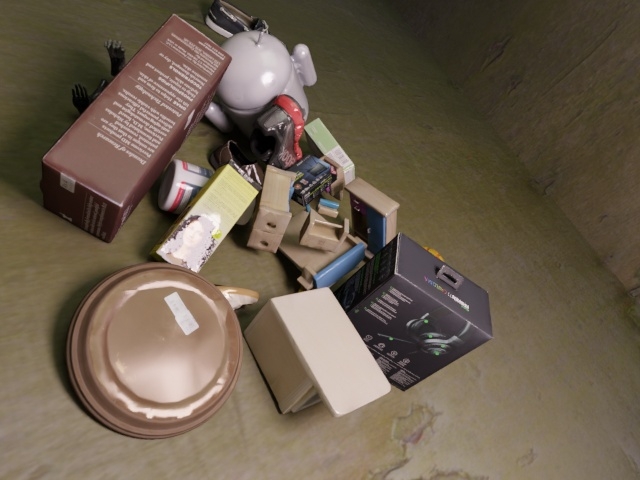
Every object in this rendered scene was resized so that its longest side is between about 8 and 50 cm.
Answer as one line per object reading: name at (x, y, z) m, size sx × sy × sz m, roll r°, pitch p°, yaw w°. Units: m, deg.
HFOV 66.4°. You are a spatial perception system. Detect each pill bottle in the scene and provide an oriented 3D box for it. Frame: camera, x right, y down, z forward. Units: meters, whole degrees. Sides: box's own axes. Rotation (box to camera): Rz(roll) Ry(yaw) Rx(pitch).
pill bottle at (-0.234, -0.092, 1.021) m, size 0.180 × 0.108 × 0.107 m, roll 17°, pitch 44°, yaw -31°

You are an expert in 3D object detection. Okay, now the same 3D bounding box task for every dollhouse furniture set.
dollhouse furniture set at (-0.048, -0.048, 1.041) m, size 0.184 × 0.129 × 0.129 m, roll 15°, pitch 49°, yaw -13°
dollhouse furniture set at (0.000, 0.000, 1.185) m, size 0.303 × 0.198 × 0.286 m, roll -36°, pitch 55°, yaw -23°

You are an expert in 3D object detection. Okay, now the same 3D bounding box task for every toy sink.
toy sink at (-0.011, 0.224, 0.900) m, size 0.153 × 0.131 × 0.234 m, roll -7°, pitch 54°, yaw -46°

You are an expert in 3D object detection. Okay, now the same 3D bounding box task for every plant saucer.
plant saucer at (-0.242, 0.161, 0.764) m, size 0.278 × 0.041 × 0.277 m, roll 16°, pitch 60°, yaw -30°

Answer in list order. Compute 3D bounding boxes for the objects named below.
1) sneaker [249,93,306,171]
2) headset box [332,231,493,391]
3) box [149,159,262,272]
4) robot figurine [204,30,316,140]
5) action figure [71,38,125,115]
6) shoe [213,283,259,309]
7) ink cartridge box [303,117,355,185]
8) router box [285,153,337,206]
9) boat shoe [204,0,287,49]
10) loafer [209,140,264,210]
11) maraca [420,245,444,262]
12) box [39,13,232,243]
sneaker at (-0.106, -0.212, 1.170) m, size 0.098 × 0.276 × 0.135 m, roll 39°, pitch 64°, yaw 21°
headset box at (0.176, 0.152, 1.014) m, size 0.246 × 0.283 × 0.131 m, roll 33°, pitch 38°, yaw -13°
box at (-0.215, -0.040, 0.930) m, size 0.087 × 0.058 × 0.232 m, roll 42°, pitch 65°, yaw -23°
robot figurine at (-0.149, -0.372, 1.220) m, size 0.199 × 0.300 × 0.353 m, roll 56°, pitch -1°, yaw 21°
action figure at (-0.412, -0.349, 1.085) m, size 0.164 × 0.141 × 0.275 m, roll 25°, pitch 41°, yaw -5°
shoe at (-0.214, 0.107, 0.892) m, size 0.219 × 0.077 × 0.058 m, roll 10°, pitch 84°, yaw -36°
ink cartridge box at (0.033, -0.221, 1.382) m, size 0.171 × 0.056 × 0.235 m, roll 54°, pitch -4°, yaw 14°
router box at (-0.033, -0.144, 1.154) m, size 0.092 × 0.038 × 0.122 m, roll 32°, pitch 60°, yaw 29°
boat shoe at (-0.228, -0.701, 1.633) m, size 0.303 × 0.091 × 0.114 m, roll 11°, pitch 48°, yaw -35°
loafer at (-0.170, -0.149, 1.159) m, size 0.220 × 0.078 × 0.080 m, roll 43°, pitch 37°, yaw 0°
maraca at (0.252, 0.064, 1.330) m, size 0.186 × 0.099 × 0.127 m, roll 7°, pitch 34°, yaw -6°
box at (-0.322, -0.202, 0.880) m, size 0.143 × 0.191 × 0.381 m, roll 34°, pitch 60°, yaw -14°
